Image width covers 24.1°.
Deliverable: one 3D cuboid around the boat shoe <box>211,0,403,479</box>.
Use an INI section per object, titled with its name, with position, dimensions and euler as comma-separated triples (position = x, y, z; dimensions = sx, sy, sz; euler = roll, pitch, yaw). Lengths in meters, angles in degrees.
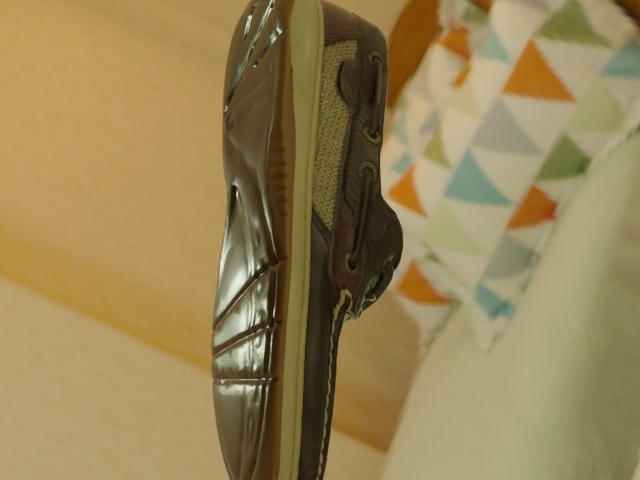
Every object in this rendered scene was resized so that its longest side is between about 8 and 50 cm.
[boat shoe]
position = 0.000, 0.000, 0.425
dimensions = 0.056, 0.049, 0.152
euler = 157, 119, -63
